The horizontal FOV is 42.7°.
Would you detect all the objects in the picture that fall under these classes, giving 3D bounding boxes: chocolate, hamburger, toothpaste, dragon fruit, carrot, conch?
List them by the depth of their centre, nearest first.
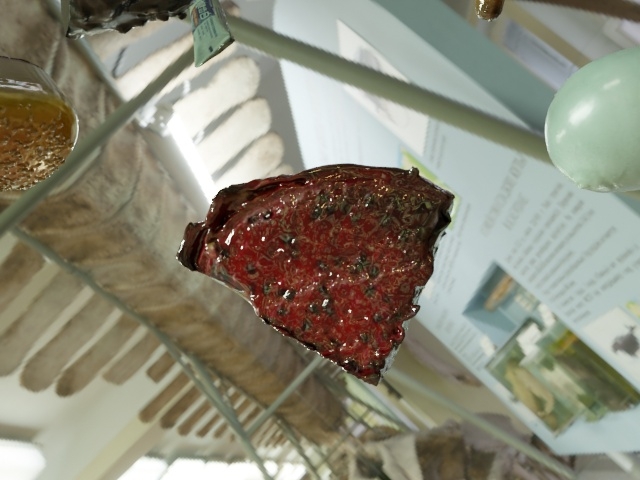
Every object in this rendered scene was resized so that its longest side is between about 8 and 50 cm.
[{"bbox_3d":[-0.167,-0.253,0.745,0.133,0.156,0.156,0,-37,-23],"label":"chocolate"},{"bbox_3d":[0.320,-0.110,0.784,0.221,0.121,0.185,-9,-13,-17],"label":"conch"},{"bbox_3d":[-0.356,-0.111,0.836,0.210,0.116,0.173,3,-27,-46],"label":"hamburger"},{"bbox_3d":[-0.145,-0.287,1.044,0.060,0.233,0.038,-35,-53,15],"label":"toothpaste"},{"bbox_3d":[0.003,-0.001,1.116,0.228,0.329,0.286,-18,-51,-74],"label":"dragon fruit"},{"bbox_3d":[0.345,-0.525,1.602,0.060,0.060,0.186,-17,-59,-65],"label":"carrot"}]

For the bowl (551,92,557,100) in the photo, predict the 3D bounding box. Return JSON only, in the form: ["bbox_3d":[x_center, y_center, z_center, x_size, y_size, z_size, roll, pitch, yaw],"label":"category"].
[{"bbox_3d":[0.585,-0.226,1.390,0.157,0.345,0.345,-59,-15,6],"label":"bowl"}]
